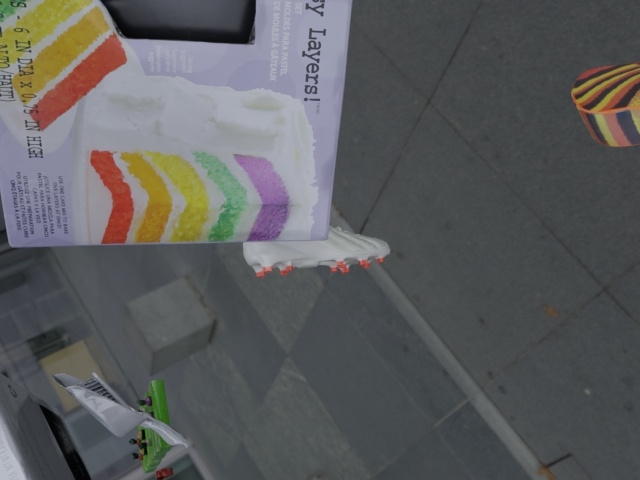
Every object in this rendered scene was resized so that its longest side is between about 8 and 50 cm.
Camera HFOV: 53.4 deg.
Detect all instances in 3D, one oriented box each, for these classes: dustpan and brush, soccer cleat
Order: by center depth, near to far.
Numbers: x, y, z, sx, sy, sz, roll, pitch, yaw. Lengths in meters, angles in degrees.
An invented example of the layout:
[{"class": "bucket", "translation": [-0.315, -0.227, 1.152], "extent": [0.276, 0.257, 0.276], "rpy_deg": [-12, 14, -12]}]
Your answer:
[{"class": "soccer cleat", "translation": [0.000, 0.000, 0.777], "extent": [0.068, 0.196, 0.076], "rpy_deg": [-29, 65, 60]}, {"class": "dustpan and brush", "translation": [-0.275, 0.244, 0.897], "extent": [0.211, 0.060, 0.147], "rpy_deg": [49, 156, -16]}]

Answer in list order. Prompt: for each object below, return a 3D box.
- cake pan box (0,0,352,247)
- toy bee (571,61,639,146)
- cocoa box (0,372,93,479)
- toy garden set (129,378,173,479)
[{"class": "cake pan box", "translation": [-0.104, -0.126, 0.454], "extent": [0.070, 0.245, 0.267], "rpy_deg": [-119, 32, -59]}, {"class": "toy bee", "translation": [0.382, -0.144, 0.630], "extent": [0.195, 0.162, 0.298], "rpy_deg": [38, 151, -10]}, {"class": "cocoa box", "translation": [-0.358, 0.355, 0.679], "extent": [0.347, 0.228, 0.231], "rpy_deg": [51, 164, 25]}, {"class": "toy garden set", "translation": [-0.291, 0.369, 1.073], "extent": [0.244, 0.049, 0.204], "rpy_deg": [125, 135, -55]}]
